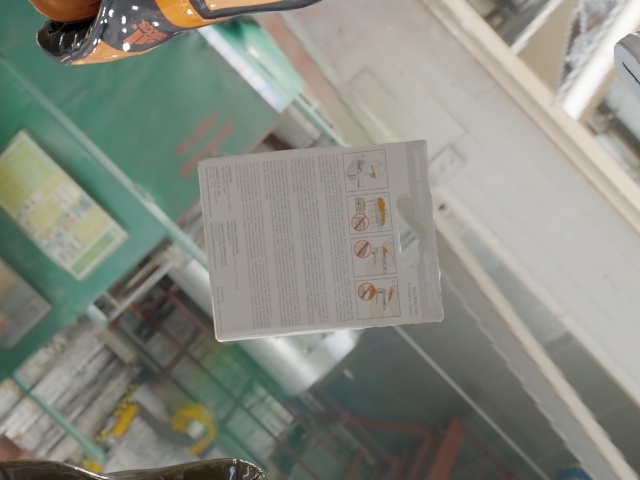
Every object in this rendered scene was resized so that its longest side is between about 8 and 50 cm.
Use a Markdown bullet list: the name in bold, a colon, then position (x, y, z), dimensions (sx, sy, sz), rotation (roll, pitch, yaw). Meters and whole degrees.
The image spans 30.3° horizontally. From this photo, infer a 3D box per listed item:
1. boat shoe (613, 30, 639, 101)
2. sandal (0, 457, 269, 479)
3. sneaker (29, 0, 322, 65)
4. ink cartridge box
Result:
- **boat shoe**: position (0.477, -0.156, 1.451), dimensions (0.094, 0.302, 0.109), rotation (-28, 155, -2)
- **sandal**: position (-0.136, 0.174, 0.738), dimensions (0.219, 0.090, 0.060), rotation (-3, 173, -27)
- **sneaker**: position (-0.071, -0.183, 0.600), dimensions (0.180, 0.124, 0.321), rotation (-14, -157, 0)
- **ink cartridge box**: position (0.000, 0.000, 1.155), dimensions (0.224, 0.181, 0.056), rotation (-5, 179, 3)
